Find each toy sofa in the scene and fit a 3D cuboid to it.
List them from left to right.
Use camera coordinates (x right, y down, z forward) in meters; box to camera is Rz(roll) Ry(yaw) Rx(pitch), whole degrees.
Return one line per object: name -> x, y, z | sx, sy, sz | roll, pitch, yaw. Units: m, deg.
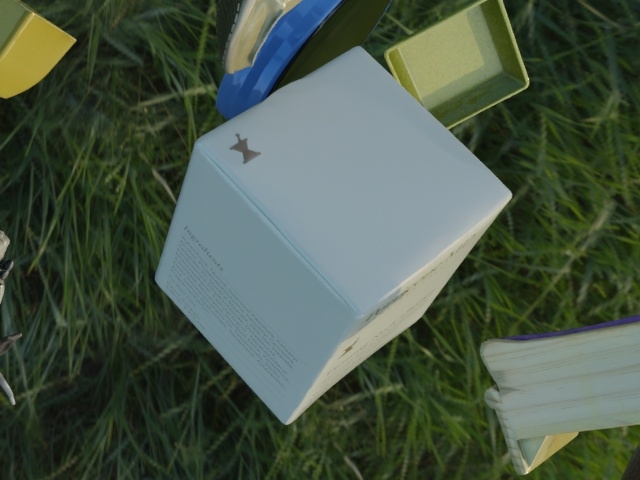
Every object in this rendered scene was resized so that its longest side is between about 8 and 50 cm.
toy sofa -> 0.378, 0.155, 1.241 | 0.150, 0.363, 0.177 | -19, 90, -47

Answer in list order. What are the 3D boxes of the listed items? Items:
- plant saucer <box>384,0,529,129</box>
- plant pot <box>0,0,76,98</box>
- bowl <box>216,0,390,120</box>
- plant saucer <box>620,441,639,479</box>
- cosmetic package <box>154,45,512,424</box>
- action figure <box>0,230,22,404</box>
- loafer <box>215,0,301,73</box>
plant saucer -> 0.202, -0.269, 1.601 | 0.188, 0.045, 0.188 | -27, 133, 4
plant pot -> -0.288, -0.177, 0.947 | 0.081, 0.081, 0.083 | 36, 93, 17
bowl -> -0.010, -0.330, 1.726 | 0.077, 0.391, 0.391 | 42, 95, 6
plant saucer -> 0.262, 0.134, 0.587 | 0.311, 0.050, 0.310 | -15, 122, -27
cosmetic package -> 0.000, 0.000, 1.570 | 0.329, 0.393, 0.327 | -35, 75, -31
action figure -> -0.407, 0.053, 1.087 | 0.276, 0.164, 0.141 | 43, 129, 12
loafer -> -0.062, -0.310, 1.299 | 0.092, 0.102, 0.268 | 5, 139, -21
